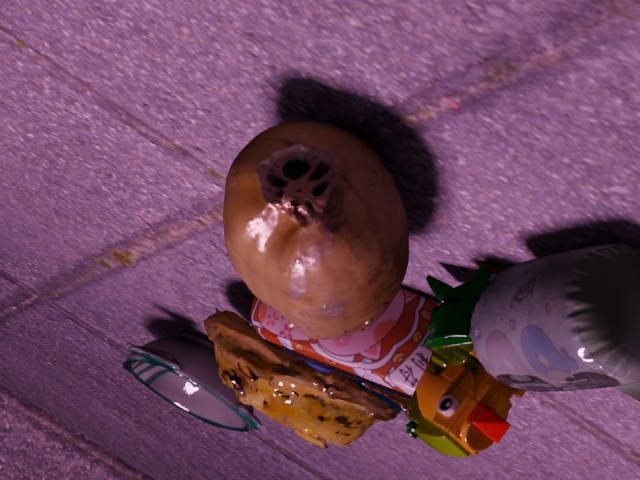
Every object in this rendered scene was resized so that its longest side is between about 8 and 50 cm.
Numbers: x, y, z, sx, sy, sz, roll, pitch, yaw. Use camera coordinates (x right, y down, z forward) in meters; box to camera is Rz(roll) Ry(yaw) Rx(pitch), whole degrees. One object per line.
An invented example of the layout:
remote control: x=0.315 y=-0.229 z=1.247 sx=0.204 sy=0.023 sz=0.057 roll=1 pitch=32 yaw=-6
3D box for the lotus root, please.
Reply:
lotus root: x=0.000 y=0.000 z=1.647 sx=0.169 sy=0.151 sz=0.342 roll=41 pitch=170 yaw=14

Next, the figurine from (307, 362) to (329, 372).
figurine: x=-0.013 y=0.090 z=2.032 sx=0.149 sy=0.087 sz=0.086 roll=21 pitch=165 yaw=50

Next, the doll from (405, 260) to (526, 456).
doll: x=0.139 y=0.110 z=1.684 sx=0.134 sy=0.186 sz=0.106 roll=-9 pitch=141 yaw=37

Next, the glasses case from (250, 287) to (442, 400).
glasses case: x=0.047 y=0.092 z=1.898 sx=0.267 sy=0.103 sz=0.067 roll=18 pitch=158 yaw=31

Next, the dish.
dish: x=-0.171 y=0.178 z=2.526 sx=0.224 sy=0.078 sz=0.246 roll=21 pitch=162 yaw=25

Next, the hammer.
hammer: x=0.302 y=0.117 z=1.572 sx=0.336 sy=0.119 sz=0.206 roll=29 pitch=164 yaw=-20

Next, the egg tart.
egg tart: x=-0.023 y=0.179 z=2.188 sx=0.291 sy=0.107 sz=0.291 roll=24 pitch=175 yaw=2
